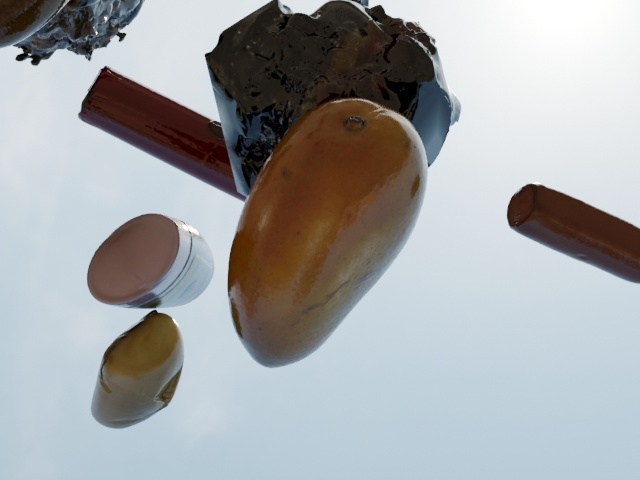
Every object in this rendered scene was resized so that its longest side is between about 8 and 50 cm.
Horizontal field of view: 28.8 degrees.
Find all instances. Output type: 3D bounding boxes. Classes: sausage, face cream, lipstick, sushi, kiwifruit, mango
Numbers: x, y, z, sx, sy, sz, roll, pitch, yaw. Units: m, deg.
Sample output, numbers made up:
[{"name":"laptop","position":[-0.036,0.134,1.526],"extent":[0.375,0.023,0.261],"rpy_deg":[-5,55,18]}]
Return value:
[{"name":"sausage","position":[0.202,-0.004,0.927],"extent":[0.131,0.039,0.041],"rpy_deg":[22,-127,-16]},{"name":"face cream","position":[-0.127,0.020,0.988],"extent":[0.084,0.198,0.057],"rpy_deg":[-44,-94,1]},{"name":"lipstick","position":[-0.126,-0.100,1.355],"extent":[0.279,0.073,0.073],"rpy_deg":[26,-133,-11]},{"name":"sushi","position":[0.030,-0.114,1.021],"extent":[0.172,0.153,0.150],"rpy_deg":[-37,-132,-27]},{"name":"kiwifruit","position":[-0.240,-0.204,0.988],"extent":[0.124,0.075,0.075],"rpy_deg":[-42,-135,2]},{"name":"mango","position":[0.000,0.000,0.915],"extent":[0.112,0.219,0.145],"rpy_deg":[31,-164,24]}]

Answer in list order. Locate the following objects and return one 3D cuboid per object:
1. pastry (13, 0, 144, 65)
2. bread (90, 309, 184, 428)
[{"name":"pastry","position":[-0.276,-0.291,1.321],"extent":[0.275,0.275,0.193],"rpy_deg":[-37,-120,-20]},{"name":"bread","position":[-0.145,0.114,1.028],"extent":[0.056,0.115,0.082],"rpy_deg":[38,-133,14]}]
